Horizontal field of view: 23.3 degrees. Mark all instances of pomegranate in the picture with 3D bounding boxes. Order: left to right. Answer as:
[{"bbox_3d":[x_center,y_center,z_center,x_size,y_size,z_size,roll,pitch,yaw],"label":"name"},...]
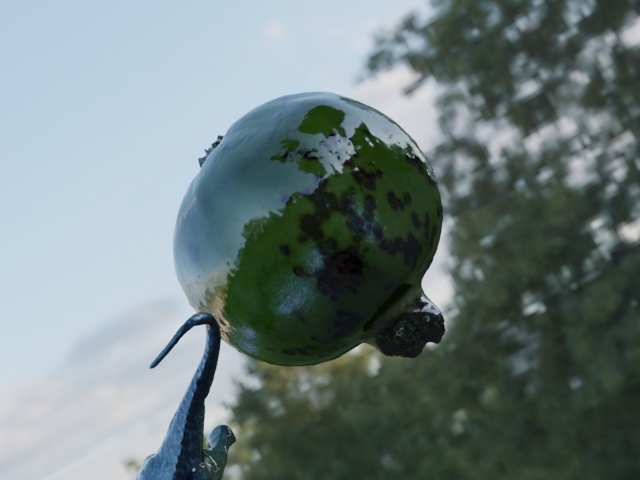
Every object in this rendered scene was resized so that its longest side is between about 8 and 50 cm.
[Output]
[{"bbox_3d":[0.000,0.000,1.371,0.254,0.270,0.254,-45,-14,-14],"label":"pomegranate"}]

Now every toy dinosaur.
[{"bbox_3d":[-0.121,0.218,1.279,0.076,0.363,0.147,13,14,-1],"label":"toy dinosaur"}]
